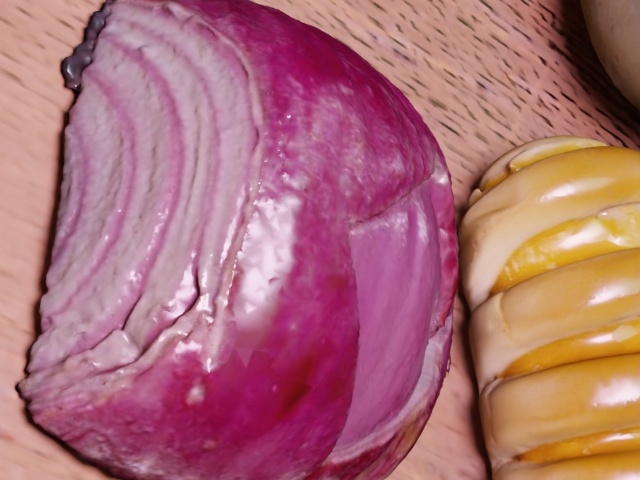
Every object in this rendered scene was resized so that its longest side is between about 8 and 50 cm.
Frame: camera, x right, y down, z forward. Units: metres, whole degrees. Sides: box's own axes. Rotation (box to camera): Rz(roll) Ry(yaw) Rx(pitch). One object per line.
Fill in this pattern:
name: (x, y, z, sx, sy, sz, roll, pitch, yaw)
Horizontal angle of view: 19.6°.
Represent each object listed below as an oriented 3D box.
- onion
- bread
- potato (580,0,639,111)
onion: (0.000, 0.000, 0.862, 0.247, 0.111, 0.250, 22, 60, -35)
bread: (0.163, 0.090, 0.976, 0.173, 0.121, 0.311, 2, 74, -42)
potato: (0.306, -0.135, 1.109, 0.326, 0.243, 0.221, 18, 104, -37)
